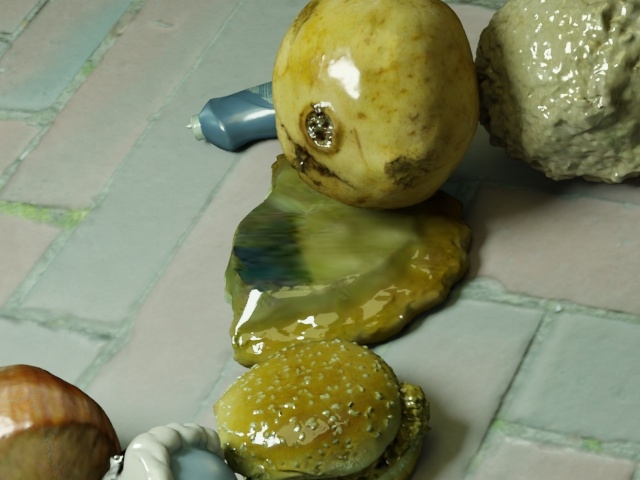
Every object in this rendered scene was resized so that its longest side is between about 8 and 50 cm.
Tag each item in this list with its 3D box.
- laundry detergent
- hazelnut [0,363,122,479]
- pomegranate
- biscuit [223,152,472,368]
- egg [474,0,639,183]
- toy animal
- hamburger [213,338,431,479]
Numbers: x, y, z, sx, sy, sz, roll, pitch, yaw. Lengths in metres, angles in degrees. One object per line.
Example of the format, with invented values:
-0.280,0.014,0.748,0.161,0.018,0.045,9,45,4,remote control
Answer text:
-0.077,-0.168,2.090,0.206,0.061,0.096,-14,44,7,laundry detergent
-0.299,0.221,1.656,0.176,0.214,0.214,-31,42,3,hazelnut
0.065,-0.163,1.801,0.260,0.260,0.260,-11,43,10,pomegranate
0.000,0.000,1.875,0.329,0.078,0.335,-26,43,-15,biscuit
0.322,-0.199,1.832,0.310,0.279,0.279,-21,33,43,egg
-0.138,0.292,1.541,0.156,0.208,0.204,-2,45,-38,toy animal
0.003,0.183,1.646,0.215,0.122,0.189,-20,40,-4,hamburger
